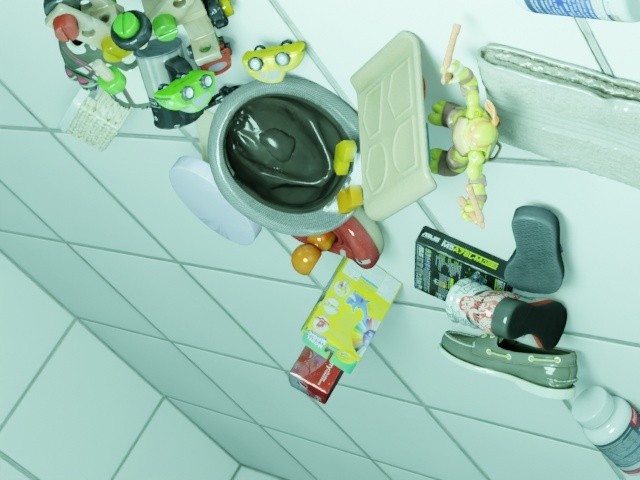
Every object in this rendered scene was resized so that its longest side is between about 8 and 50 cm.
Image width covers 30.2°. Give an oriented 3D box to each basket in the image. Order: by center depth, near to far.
[{"bbox_3d":[-0.419,-0.254,2.264,0.103,0.113,0.167,32,158,-13],"label":"basket"}]

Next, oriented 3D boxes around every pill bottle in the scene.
[{"bbox_3d":[0.267,-0.301,1.294,0.186,0.112,0.112,14,152,35],"label":"pill bottle"},{"bbox_3d":[0.573,0.365,2.297,0.180,0.108,0.108,41,156,-23],"label":"pill bottle"}]

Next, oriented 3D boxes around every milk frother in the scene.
[{"bbox_3d":[-0.220,-0.274,1.981,0.129,0.143,0.135,11,129,33],"label":"milk frother"}]

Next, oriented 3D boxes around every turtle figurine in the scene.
[{"bbox_3d":[0.200,-0.155,1.616,0.217,0.087,0.270,-152,51,-82],"label":"turtle figurine"}]

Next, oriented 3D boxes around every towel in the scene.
[{"bbox_3d":[0.343,-0.157,1.581,0.282,0.049,0.187,21,155,25],"label":"towel"}]

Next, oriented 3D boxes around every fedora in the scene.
[{"bbox_3d":[-0.052,-0.144,1.946,0.275,0.244,0.124,25,-172,-9],"label":"fedora"}]

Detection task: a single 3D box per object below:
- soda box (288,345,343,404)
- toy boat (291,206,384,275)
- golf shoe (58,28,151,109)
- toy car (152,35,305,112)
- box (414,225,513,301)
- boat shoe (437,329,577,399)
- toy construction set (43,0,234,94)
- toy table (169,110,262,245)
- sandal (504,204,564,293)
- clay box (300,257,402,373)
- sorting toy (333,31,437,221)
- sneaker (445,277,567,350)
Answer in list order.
[{"bbox_3d":[0.036,0.194,2.415,0.092,0.263,0.083,28,159,9],"label":"soda box"},{"bbox_3d":[0.000,0.000,2.204,0.231,0.151,0.151,18,155,29],"label":"toy boat"},{"bbox_3d":[-0.358,-0.311,2.082,0.272,0.105,0.120,18,147,28],"label":"golf shoe"},{"bbox_3d":[-0.163,-0.246,1.809,0.239,0.225,0.053,10,126,39],"label":"toy car"},{"bbox_3d":[0.260,0.067,2.159,0.184,0.045,0.191,22,155,16],"label":"box"},{"bbox_3d":[0.360,0.218,2.284,0.305,0.091,0.109,17,-163,40],"label":"boat shoe"},{"bbox_3d":[-0.276,-0.358,1.772,0.309,0.257,0.237,43,178,29],"label":"toy construction set"},{"bbox_3d":[-0.148,-0.118,2.117,0.252,0.161,0.274,32,163,6],"label":"toy table"},{"bbox_3d":[0.355,0.014,1.927,0.097,0.054,0.254,15,151,13],"label":"sandal"},{"bbox_3d":[0.055,0.143,2.340,0.127,0.222,0.053,36,157,-9],"label":"clay box"},{"bbox_3d":[0.092,-0.149,1.759,0.041,0.229,0.307,-3,168,-22],"label":"sorting toy"},{"bbox_3d":[0.320,0.123,2.061,0.145,0.090,0.270,20,-176,34],"label":"sneaker"}]
